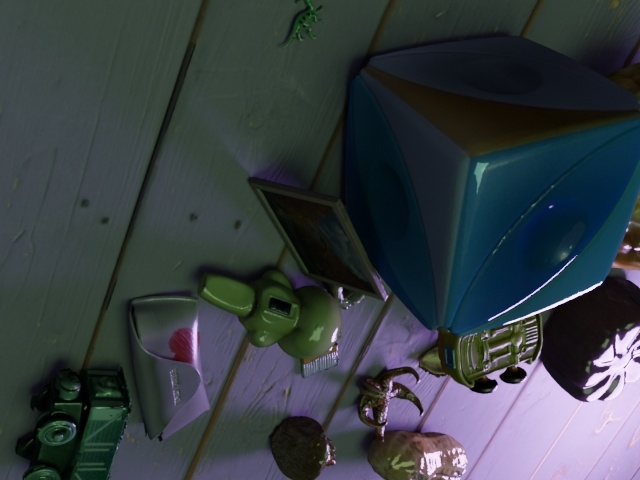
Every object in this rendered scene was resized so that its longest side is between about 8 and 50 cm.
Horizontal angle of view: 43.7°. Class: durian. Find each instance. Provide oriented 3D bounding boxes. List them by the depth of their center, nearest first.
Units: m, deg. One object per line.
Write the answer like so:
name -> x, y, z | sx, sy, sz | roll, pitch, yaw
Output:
durian -> 0.275, 0.262, 1.744 | 0.130, 0.052, 0.066 | -25, 130, -12

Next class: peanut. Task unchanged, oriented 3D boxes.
peanut -> 0.234, 0.507, 1.853 | 0.290, 0.130, 0.130 | 12, 116, -38

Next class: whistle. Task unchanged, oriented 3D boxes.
whistle -> -0.086, 0.125, 1.404 | 0.294, 0.141, 0.141 | 20, 112, -18

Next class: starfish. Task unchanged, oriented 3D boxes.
starfish -> 0.150, 0.352, 1.721 | 0.146, 0.074, 0.190 | -13, 128, -20

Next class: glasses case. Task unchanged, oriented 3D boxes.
glasses case -> -0.257, 0.232, 1.386 | 0.128, 0.083, 0.308 | -15, 129, -20

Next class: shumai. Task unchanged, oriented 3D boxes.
shumai -> -0.024, 0.432, 1.668 | 0.116, 0.145, 0.146 | -4, 128, -55

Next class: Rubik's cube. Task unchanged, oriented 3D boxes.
Rubik's cube -> 0.258, -0.099, 1.262 | 0.352, 0.347, 0.352 | -16, 129, -19

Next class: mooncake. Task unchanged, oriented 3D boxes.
mooncake -> 0.676, 0.240, 1.899 | 0.306, 0.154, 0.306 | -18, 132, -21

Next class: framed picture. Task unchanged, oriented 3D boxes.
framed picture -> 0.000, 0.000, 1.310 | 0.016, 0.184, 0.250 | -54, 140, -24

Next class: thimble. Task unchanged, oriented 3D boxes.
thimble -> 0.049, 0.069, 1.461 | 0.084, 0.062, 0.110 | 9, 117, -32

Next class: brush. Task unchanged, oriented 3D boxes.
brush -> -0.004, 0.179, 1.547 | 0.082, 0.010, 0.218 | -17, 129, -18

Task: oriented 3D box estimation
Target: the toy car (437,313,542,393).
toy car -> 0.343, 0.202, 1.676 | 0.247, 0.142, 0.201 | -9, 103, -28

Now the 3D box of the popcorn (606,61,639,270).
popcorn -> 0.585, -0.133, 1.463 | 0.354, 0.344, 0.390 | -22, 119, -72

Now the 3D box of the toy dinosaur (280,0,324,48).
toy dinosaur -> -0.029, -0.318, 1.156 | 0.083, 0.021, 0.062 | -28, 126, -15

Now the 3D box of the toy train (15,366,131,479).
toy train -> -0.420, 0.337, 1.349 | 0.154, 0.115, 0.269 | 8, 117, -28
